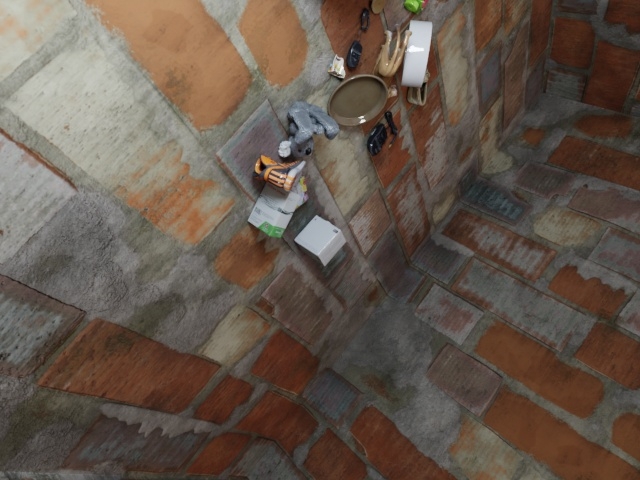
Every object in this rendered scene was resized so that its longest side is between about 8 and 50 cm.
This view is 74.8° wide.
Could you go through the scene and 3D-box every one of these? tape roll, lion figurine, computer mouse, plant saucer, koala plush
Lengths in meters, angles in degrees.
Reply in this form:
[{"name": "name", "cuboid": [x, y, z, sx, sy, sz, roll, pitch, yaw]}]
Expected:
[{"name": "tape roll", "cuboid": [0.442, -0.862, 1.943, 0.286, 0.100, 0.286, 8, 90, -83]}, {"name": "lion figurine", "cuboid": [0.290, -0.757, 1.837, 0.392, 0.142, 0.240, -23, 131, -81]}, {"name": "computer mouse", "cuboid": [0.321, -0.537, 2.220, 0.262, 0.060, 0.184, -62, 144, -15]}, {"name": "plant saucer", "cuboid": [0.162, -0.622, 1.851, 0.278, 0.041, 0.278, -12, 149, -7]}, {"name": "koala plush", "cuboid": [-0.069, -0.434, 1.737, 0.196, 0.203, 0.221, -17, 151, -33]}, {"name": "computer mouse", "cuboid": [0.156, -0.857, 1.778, 0.071, 0.041, 0.242, 3, 107, -51]}]

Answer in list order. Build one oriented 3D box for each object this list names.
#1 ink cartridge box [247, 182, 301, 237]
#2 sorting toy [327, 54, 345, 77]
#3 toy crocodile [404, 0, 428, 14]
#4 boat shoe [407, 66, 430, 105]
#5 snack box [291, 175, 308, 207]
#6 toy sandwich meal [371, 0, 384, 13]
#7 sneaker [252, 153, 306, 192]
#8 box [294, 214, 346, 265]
[{"name": "ink cartridge box", "cuboid": [-0.198, -0.138, 1.799, 0.087, 0.153, 0.208, 15, 106, -56]}, {"name": "sorting toy", "cuboid": [0.070, -0.735, 1.758, 0.083, 0.045, 0.075, 3, 107, -52]}, {"name": "toy crocodile", "cuboid": [0.434, -1.086, 1.806, 0.115, 0.105, 0.340, -60, 171, 3]}, {"name": "boat shoe", "cuboid": [0.524, -0.855, 2.178, 0.109, 0.098, 0.302, -32, 139, -33]}, {"name": "snack box", "cuboid": [-0.111, -0.224, 1.941, 0.100, 0.037, 0.141, -39, 142, -23]}, {"name": "toy sandwich meal", "cuboid": [0.240, -1.003, 1.766, 0.085, 0.029, 0.085, -30, 140, -29]}, {"name": "sneaker", "cuboid": [-0.170, -0.300, 1.736, 0.321, 0.180, 0.124, -64, 177, -74]}, {"name": "box", "cuboid": [0.000, 0.000, 2.132, 0.182, 0.181, 0.119, -48, 144, -13]}]
